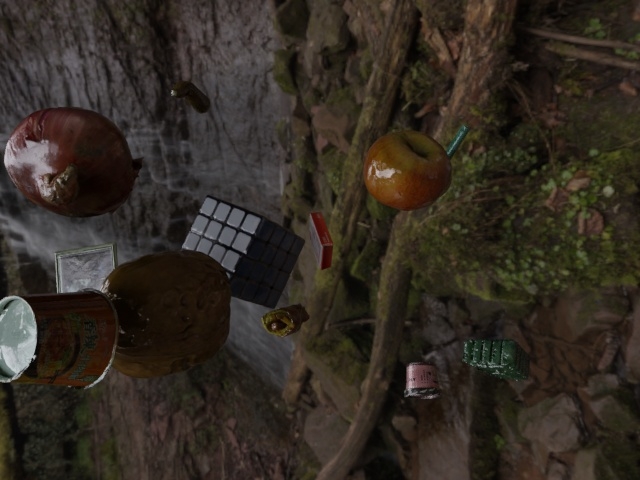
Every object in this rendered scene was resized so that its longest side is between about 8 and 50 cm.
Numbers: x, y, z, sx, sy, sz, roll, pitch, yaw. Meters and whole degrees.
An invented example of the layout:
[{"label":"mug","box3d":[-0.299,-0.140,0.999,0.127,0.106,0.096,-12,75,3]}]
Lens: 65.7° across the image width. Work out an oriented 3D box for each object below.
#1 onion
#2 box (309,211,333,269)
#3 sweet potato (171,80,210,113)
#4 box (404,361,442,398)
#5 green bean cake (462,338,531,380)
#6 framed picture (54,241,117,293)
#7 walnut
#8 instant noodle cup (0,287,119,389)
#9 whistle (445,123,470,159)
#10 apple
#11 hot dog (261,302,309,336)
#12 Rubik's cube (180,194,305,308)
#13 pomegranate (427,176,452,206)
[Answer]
[{"label":"onion","box3d":[-0.696,-0.221,1.428,0.353,0.354,0.353,173,90,-80]},{"label":"box","box3d":[0.001,0.000,1.942,0.229,0.050,0.122,-109,17,-49]},{"label":"sweet potato","box3d":[-0.443,-0.496,1.692,0.233,0.062,0.081,7,-115,-77]},{"label":"box","box3d":[0.415,0.570,2.022,0.151,0.151,0.135,109,163,-67]},{"label":"green bean cake","box3d":[0.645,0.438,1.809,0.194,0.208,0.107,-12,54,39]},{"label":"framed picture","box3d":[-0.864,0.137,1.821,0.019,0.297,0.232,7,-105,-69]},{"label":"walnut","box3d":[-0.425,0.196,1.360,0.308,0.398,0.353,31,121,40]},{"label":"instant noodle cup","box3d":[-0.579,0.208,1.061,0.182,0.230,0.230,23,-125,-63]},{"label":"whistle","box3d":[0.526,-0.368,1.963,0.186,0.039,0.039,-60,23,16]},{"label":"apple","box3d":[0.209,-0.167,1.225,0.210,0.235,0.173,58,138,32]},{"label":"hot dog","box3d":[-0.120,0.313,1.923,0.093,0.262,0.123,35,118,31]},{"label":"Rubik's cube","box3d":[-0.329,0.051,2.069,0.344,0.344,0.337,33,-99,-57]},{"label":"pomegranate","box3d":[0.352,-0.229,1.739,0.233,0.233,0.232,173,90,-80]}]
